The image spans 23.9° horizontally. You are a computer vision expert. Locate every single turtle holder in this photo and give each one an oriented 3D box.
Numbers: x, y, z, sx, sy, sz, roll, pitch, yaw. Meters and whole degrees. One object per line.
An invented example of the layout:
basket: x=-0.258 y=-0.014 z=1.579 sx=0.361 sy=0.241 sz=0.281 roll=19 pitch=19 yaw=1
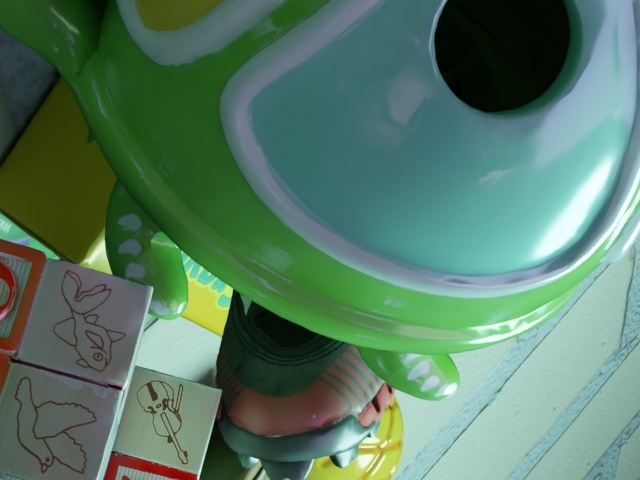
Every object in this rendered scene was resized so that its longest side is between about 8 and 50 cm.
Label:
turtle holder: x=0.016 y=-0.108 z=0.636 sx=0.243 sy=0.320 sz=0.227 roll=-46 pitch=177 yaw=-44

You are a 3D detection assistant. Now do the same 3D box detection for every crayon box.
crayon box: x=-0.061 y=-0.070 z=0.888 sx=0.323 sy=0.083 sz=0.203 roll=-56 pitch=155 yaw=-1

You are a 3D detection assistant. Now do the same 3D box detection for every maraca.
maraca: x=0.012 y=0.145 z=1.259 sx=0.127 sy=0.099 sz=0.186 roll=-38 pitch=123 yaw=-39

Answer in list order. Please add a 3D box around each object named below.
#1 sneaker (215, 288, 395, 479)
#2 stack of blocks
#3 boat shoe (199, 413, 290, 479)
sneaker: x=0.000 y=0.000 z=0.793 sx=0.276 sy=0.097 sz=0.135 roll=-71 pitch=158 yaw=-51
stack of blocks: x=-0.139 y=0.090 z=0.698 sx=0.297 sy=0.171 sz=0.087 roll=117 pitch=-13 yaw=-68
boat shoe: x=-0.131 y=0.211 z=1.069 sx=0.324 sy=0.122 sz=0.120 roll=-44 pitch=148 yaw=-43
